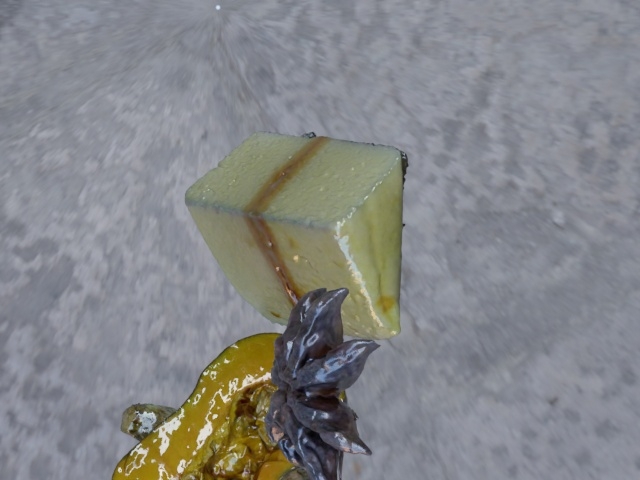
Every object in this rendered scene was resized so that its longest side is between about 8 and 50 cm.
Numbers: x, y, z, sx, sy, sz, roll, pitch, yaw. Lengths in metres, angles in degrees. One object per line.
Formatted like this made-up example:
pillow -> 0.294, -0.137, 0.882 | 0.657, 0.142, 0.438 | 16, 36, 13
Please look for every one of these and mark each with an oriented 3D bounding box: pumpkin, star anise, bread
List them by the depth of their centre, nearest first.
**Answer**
star anise -> -0.005, 0.091, 0.997 | 0.042, 0.141, 0.141 | 6, 98, -23
bread -> 0.000, 0.000, 1.611 | 0.135, 0.240, 0.178 | -44, 124, -29
pumpkin -> -0.116, 0.241, 1.733 | 0.222, 0.139, 0.317 | 32, 71, 19
